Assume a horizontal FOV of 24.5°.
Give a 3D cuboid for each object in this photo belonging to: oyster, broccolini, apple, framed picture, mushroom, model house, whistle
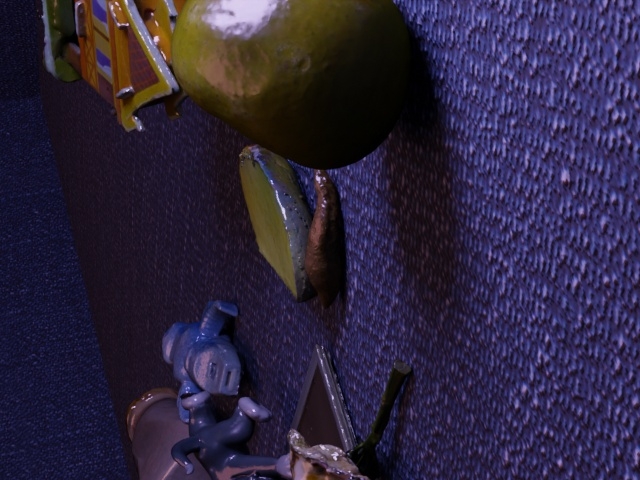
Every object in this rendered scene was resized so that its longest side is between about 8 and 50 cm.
[{"bbox_3d":[0.046,0.265,1.390,0.209,0.072,0.132,16,119,41],"label":"oyster"},{"bbox_3d":[0.051,0.180,1.403,0.218,0.042,0.044,106,150,-55],"label":"broccolini"},{"bbox_3d":[-0.018,-0.149,1.182,0.157,0.196,0.196,-62,28,16],"label":"apple"},{"bbox_3d":[0.012,0.277,1.651,0.293,0.018,0.231,106,150,-59],"label":"framed picture"},{"bbox_3d":[-0.228,0.336,2.345,0.407,0.138,0.154,-165,90,-76],"label":"mushroom"},{"bbox_3d":[-0.151,-0.300,1.630,0.313,0.243,0.357,39,137,44],"label":"model house"},{"bbox_3d":[-0.162,0.169,2.090,0.269,0.093,0.180,-162,89,-72],"label":"whistle"}]

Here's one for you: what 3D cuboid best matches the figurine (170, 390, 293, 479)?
[{"bbox_3d":[-0.096,0.294,1.771,0.265,0.140,0.193,55,142,6],"label":"figurine"}]

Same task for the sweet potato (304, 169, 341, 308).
[{"bbox_3d":[0.003,0.001,1.475,0.041,0.038,0.153,35,132,57],"label":"sweet potato"}]

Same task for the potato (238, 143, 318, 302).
[{"bbox_3d":[-0.035,-0.021,1.572,0.198,0.054,0.119,-119,25,-44],"label":"potato"}]
